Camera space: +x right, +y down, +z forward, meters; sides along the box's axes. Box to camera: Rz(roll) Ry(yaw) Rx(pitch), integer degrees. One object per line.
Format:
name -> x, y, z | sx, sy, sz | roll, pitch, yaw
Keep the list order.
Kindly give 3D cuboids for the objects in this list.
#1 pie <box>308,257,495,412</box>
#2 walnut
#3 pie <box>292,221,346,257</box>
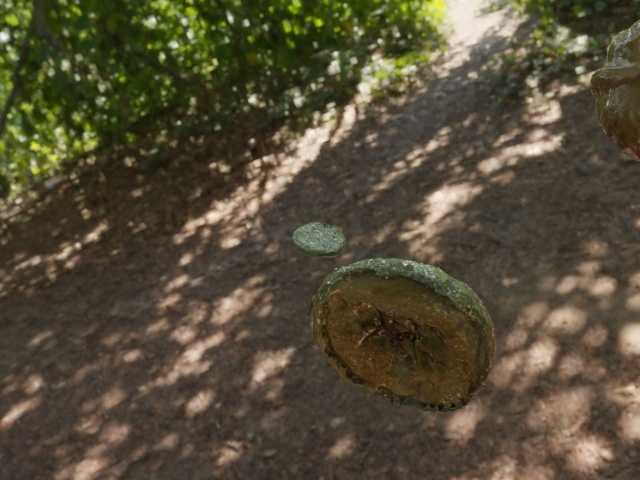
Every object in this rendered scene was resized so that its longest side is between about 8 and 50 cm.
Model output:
pie -> 0.112, 0.133, 1.176 | 0.274, 0.274, 0.055 | -7, 34, 31
walnut -> 0.368, -0.159, 0.933 | 0.149, 0.166, 0.166 | 9, 35, 32
pie -> 0.000, 0.000, 1.312 | 0.085, 0.017, 0.085 | 2, 39, -1
